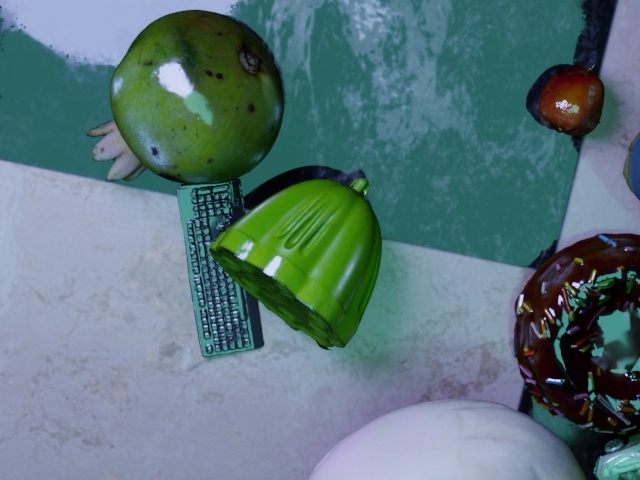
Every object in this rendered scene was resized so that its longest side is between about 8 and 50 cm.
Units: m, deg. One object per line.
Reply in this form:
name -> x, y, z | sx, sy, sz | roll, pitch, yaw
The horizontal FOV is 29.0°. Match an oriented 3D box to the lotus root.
lotus root -> 0.000, 0.000, 1.321 | 0.186, 0.186, 0.186 | 0, 100, -1

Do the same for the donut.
donut -> 0.332, 0.109, 1.371 | 0.235, 0.089, 0.235 | 0, 99, -3

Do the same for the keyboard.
keyboard -> -0.111, 0.032, 1.384 | 0.074, 0.015, 0.197 | -7, 100, 0

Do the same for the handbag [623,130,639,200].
handbag -> 0.464, -0.095, 1.259 | 0.222, 0.241, 0.263 | 42, 96, -6

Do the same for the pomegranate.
pomegranate -> -0.148, -0.134, 1.287 | 0.225, 0.187, 0.187 | -26, 100, 30

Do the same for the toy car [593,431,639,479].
toy car -> 0.404, 0.246, 1.410 | 0.186, 0.058, 0.093 | -26, 97, 4

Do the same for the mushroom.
mushroom -> 0.133, 0.296, 1.316 | 0.315, 0.356, 0.315 | -4, 78, 16

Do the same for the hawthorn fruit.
hawthorn fruit -> 0.270, -0.150, 1.335 | 0.077, 0.077, 0.077 | 0, 100, -1
